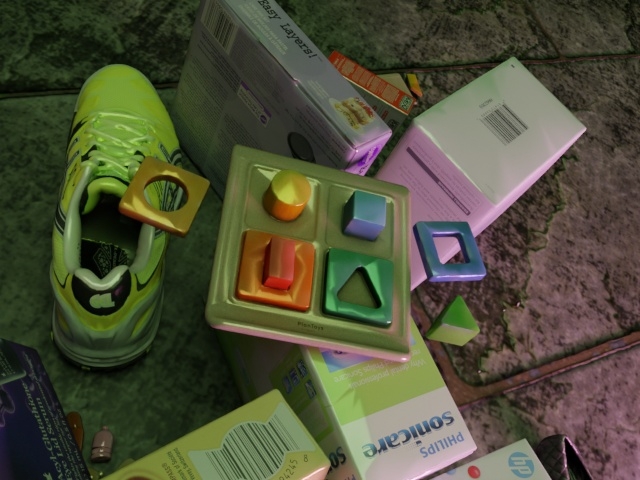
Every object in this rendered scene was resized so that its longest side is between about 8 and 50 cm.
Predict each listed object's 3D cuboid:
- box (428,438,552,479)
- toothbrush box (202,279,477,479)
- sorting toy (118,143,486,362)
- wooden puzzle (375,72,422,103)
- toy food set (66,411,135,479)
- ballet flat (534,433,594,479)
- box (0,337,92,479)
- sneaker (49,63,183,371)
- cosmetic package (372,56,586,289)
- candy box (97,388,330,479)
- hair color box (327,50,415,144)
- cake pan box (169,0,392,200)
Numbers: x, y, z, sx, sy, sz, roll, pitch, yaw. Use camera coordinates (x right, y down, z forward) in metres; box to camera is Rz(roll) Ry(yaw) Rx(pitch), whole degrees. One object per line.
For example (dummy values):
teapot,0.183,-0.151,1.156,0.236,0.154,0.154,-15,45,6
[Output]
box,0.141,0.275,0.585,0.186,0.038,0.145,-13,55,-22
toothbrush box,-0.001,0.121,0.673,0.122,0.206,0.283,-14,66,-29
sorting toy,0.000,0.000,0.592,0.347,0.047,0.196,12,56,-14
wooden puzzle,0.112,-0.238,1.071,0.116,0.014,0.079,-6,57,-26
toy food set,-0.241,0.200,0.643,0.122,0.019,0.078,35,52,11
ballet flat,0.314,0.307,0.781,0.057,0.049,0.173,-25,71,-32
box,-0.288,0.158,0.519,0.108,0.207,0.153,-30,73,-5
sneaker,-0.213,-0.059,0.739,0.145,0.147,0.385,2,57,-19
cosmetic package,0.177,-0.079,0.862,0.224,0.225,0.138,-35,79,-35
candy box,-0.153,0.260,0.528,0.316,0.183,0.087,-21,54,-31
hair color box,0.061,-0.210,0.995,0.141,0.072,0.043,31,53,-2
cake pan box,-0.069,-0.132,0.784,0.070,0.246,0.267,-30,72,-38
